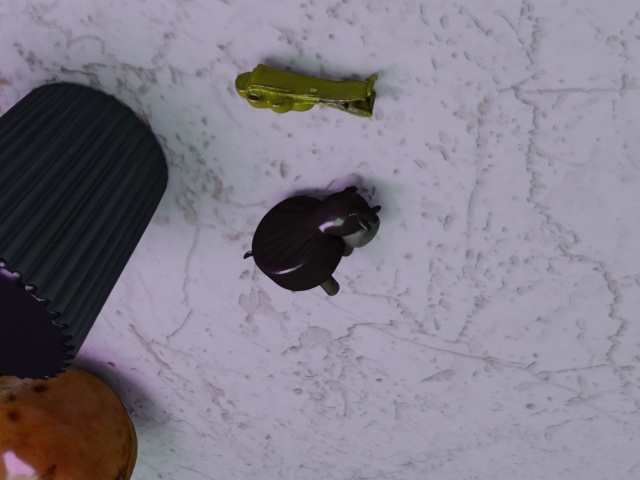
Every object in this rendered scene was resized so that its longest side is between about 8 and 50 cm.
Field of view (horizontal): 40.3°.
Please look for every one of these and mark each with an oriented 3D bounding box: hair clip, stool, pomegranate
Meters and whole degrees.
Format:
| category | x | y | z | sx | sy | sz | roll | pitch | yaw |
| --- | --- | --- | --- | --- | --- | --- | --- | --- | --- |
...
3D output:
| category | x | y | z | sx | sy | sz | roll | pitch | yaw |
| --- | --- | --- | --- | --- | --- | --- | --- | --- | --- |
| hair clip | -0.018 | -0.183 | 1.058 | 0.173 | 0.072 | 0.046 | 5 | 134 | 9 |
| stool | -0.394 | -0.025 | 1.208 | 0.297 | 0.330 | 0.297 | 14 | 138 | 13 |
| pomegranate | -0.582 | 0.423 | 1.774 | 0.410 | 0.410 | 0.410 | 14 | 139 | 13 |
| stool | 0.000 | 0.000 | 1.209 | 0.217 | 0.125 | 0.121 | -26 | 139 | 22 |

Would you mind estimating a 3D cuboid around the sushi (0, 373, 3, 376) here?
| category | x | y | z | sx | sy | sz | roll | pitch | yaw |
| --- | --- | --- | --- | --- | --- | --- | --- | --- | --- |
| sushi | -0.536 | 0.153 | 1.611 | 0.153 | 0.150 | 0.172 | 26 | 111 | 20 |
